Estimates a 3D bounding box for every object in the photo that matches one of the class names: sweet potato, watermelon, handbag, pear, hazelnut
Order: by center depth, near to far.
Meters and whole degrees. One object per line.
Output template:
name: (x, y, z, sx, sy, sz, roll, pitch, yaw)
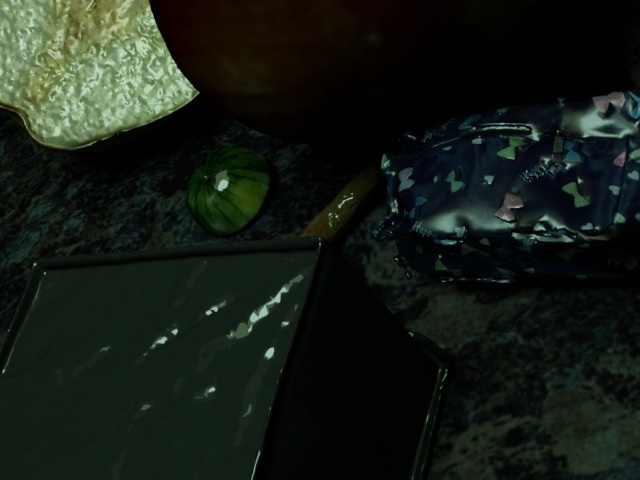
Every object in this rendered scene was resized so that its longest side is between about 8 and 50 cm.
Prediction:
handbag: (0.175, -0.043, 1.018, 0.260, 0.113, 0.162, -5, 58, 33)
hazelnut: (0.057, -0.260, 1.096, 0.421, 0.352, 0.421, 4, 22, -2)
sweet potato: (0.000, 0.000, 1.161, 0.050, 0.050, 0.214, 20, 66, 45)
watermelon: (-0.106, -0.060, 1.278, 0.105, 0.062, 0.105, -22, 51, 30)
pear: (-0.227, -0.279, 1.433, 0.340, 0.191, 0.386, 40, 96, 12)

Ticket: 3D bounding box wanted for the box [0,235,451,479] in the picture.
box: (-0.105, 0.162, 0.985, 0.345, 0.204, 0.251, -5, 54, 34)
